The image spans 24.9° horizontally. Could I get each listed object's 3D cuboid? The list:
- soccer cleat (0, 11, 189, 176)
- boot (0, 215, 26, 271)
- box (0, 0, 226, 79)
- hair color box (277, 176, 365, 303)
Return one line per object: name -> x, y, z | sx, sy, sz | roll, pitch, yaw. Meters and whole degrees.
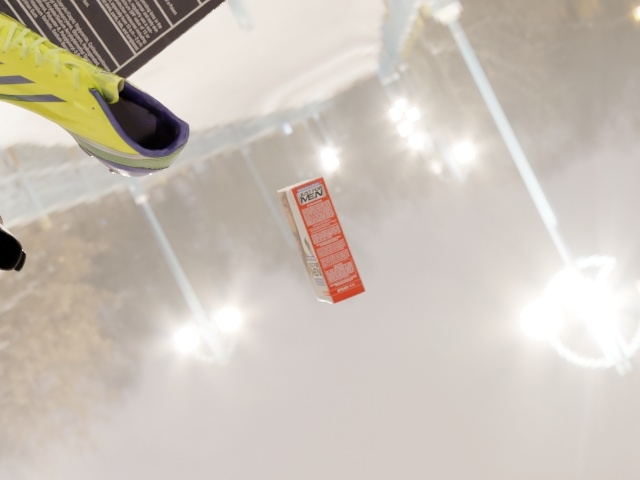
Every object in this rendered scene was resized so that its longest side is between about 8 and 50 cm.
soccer cleat -> -0.254, -0.160, 1.421 | 0.121, 0.289, 0.093 | -18, -133, 50
boot -> -0.388, -0.036, 1.438 | 0.137, 0.198, 0.076 | 30, -85, 57
box -> -0.294, -0.359, 1.762 | 0.294, 0.296, 0.183 | -39, -150, -9
hair color box -> 0.000, 0.000, 1.984 | 0.053, 0.167, 0.093 | -20, -176, -12
